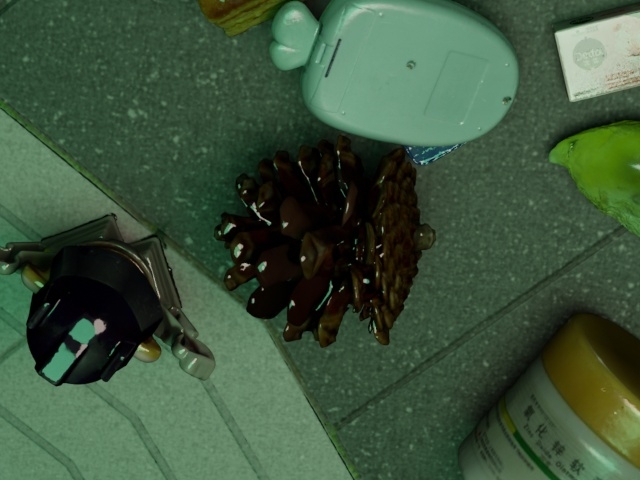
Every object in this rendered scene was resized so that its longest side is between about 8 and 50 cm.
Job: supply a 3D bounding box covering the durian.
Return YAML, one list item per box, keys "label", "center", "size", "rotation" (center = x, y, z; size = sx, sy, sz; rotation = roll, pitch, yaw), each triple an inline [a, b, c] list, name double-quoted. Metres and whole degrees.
- label: "durian"
  center: [0.396, -0.061, 1.873]
  size: [0.250, 0.101, 0.139]
  rotation: [37, 108, -9]

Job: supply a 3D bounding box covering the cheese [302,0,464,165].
- label: "cheese"
  center: [0.080, -0.218, 1.853]
  size: [0.189, 0.074, 0.286]
  rotation: [-30, 109, 14]

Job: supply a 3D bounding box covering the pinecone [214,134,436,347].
- label: "pinecone"
  center: [0.001, 0.005, 1.852]
  size: [0.264, 0.264, 0.264]
  rotation: [1, 110, 3]

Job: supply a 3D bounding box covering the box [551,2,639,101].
- label: "box"
  center: [0.336, -0.218, 1.852]
  size: [0.125, 0.043, 0.089]
  rotation: [-14, 108, 8]

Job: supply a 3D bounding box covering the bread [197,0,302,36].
- label: "bread"
  center: [-0.045, -0.355, 1.765]
  size: [0.234, 0.110, 0.184]
  rotation: [-23, 78, 9]

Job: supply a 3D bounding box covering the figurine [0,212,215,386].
- label: "figurine"
  center: [-0.262, 0.069, 1.870]
  size: [0.308, 0.308, 0.143]
  rotation: [10, 105, 0]

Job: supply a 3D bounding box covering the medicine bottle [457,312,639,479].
- label: "medicine bottle"
  center: [0.319, 0.245, 1.915]
  size: [0.238, 0.238, 0.232]
  rotation: [36, 108, -9]

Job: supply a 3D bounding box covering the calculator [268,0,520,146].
- label: "calculator"
  center: [0.083, -0.194, 1.799]
  size: [0.295, 0.042, 0.184]
  rotation: [13, 119, -16]
